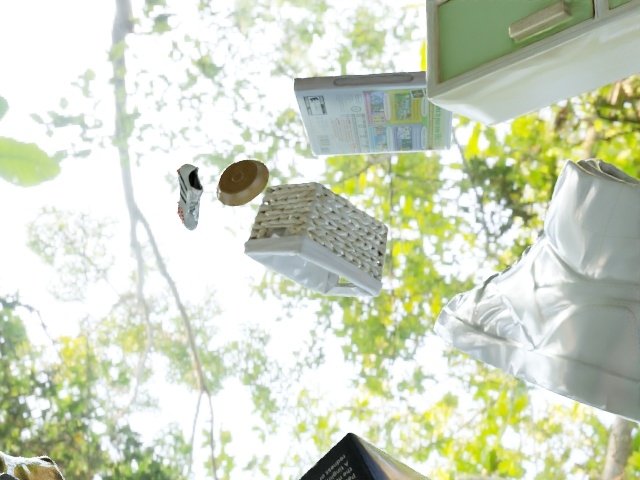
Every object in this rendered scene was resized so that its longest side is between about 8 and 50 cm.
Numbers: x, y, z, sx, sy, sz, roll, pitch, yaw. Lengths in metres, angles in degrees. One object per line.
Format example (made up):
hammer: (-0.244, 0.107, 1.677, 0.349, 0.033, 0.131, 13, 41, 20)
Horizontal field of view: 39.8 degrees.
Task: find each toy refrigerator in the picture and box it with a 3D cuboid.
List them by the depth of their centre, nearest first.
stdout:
toy refrigerator: (0.204, -0.182, 0.671, 0.094, 0.270, 0.102, 14, -109, -39)

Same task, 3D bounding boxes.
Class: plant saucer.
plant saucer: (-0.112, -0.084, 1.227, 0.084, 0.015, 0.083, -13, -128, 17)

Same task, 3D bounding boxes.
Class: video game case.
video game case: (0.074, -0.161, 1.143, 0.194, 0.212, 0.023, -2, -107, 6)

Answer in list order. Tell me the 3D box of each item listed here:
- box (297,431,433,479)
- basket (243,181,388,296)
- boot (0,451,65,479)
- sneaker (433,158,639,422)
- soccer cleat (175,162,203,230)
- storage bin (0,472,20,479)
box: (0.108, 0.342, 0.641, 0.183, 0.296, 0.294, -46, -143, 9)
basket: (0.000, 0.000, 1.161, 0.113, 0.167, 0.103, -2, -112, 44)
boot: (-0.441, 0.394, 1.309, 0.207, 0.090, 0.248, 18, -165, -49)
sneaker: (0.183, 0.025, 0.657, 0.108, 0.169, 0.292, 18, 178, -14)
soccer cleat: (-0.155, -0.052, 1.064, 0.036, 0.083, 0.029, 5, -169, 45)
storage bin: (-0.261, 0.239, 0.666, 0.098, 0.091, 0.135, 35, -134, -11)
